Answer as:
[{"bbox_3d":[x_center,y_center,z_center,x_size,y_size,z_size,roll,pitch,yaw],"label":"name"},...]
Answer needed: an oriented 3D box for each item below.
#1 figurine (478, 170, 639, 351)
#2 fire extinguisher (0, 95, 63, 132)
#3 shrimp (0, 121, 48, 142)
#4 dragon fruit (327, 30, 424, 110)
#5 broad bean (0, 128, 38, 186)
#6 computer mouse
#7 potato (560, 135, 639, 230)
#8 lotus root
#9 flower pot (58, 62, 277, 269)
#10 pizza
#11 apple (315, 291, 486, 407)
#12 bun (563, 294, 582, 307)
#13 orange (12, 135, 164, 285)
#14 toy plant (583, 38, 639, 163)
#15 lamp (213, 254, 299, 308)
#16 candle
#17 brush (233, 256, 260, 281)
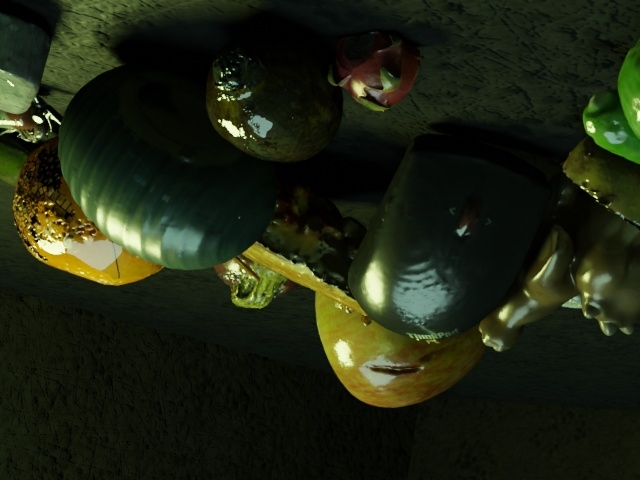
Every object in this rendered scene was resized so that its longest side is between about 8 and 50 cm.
[{"bbox_3d":[0.307,0.028,1.434,0.173,0.177,0.247,16,133,-13],"label":"figurine"},{"bbox_3d":[-0.383,-0.155,1.492,0.177,0.050,0.062,6,142,20],"label":"fire extinguisher"},{"bbox_3d":[-0.374,-0.141,1.620,0.092,0.029,0.038,7,178,41],"label":"shrimp"},{"bbox_3d":[0.044,-0.150,1.129,0.083,0.060,0.056,2,170,42],"label":"dragon fruit"},{"bbox_3d":[-0.430,-0.114,1.703,0.077,0.061,0.339,-5,163,30],"label":"broad bean"},{"bbox_3d":[0.136,0.015,1.395,0.170,0.269,0.100,13,-147,-13],"label":"computer mouse"},{"bbox_3d":[0.301,-0.084,1.234,0.100,0.089,0.172,30,-160,-1],"label":"potato"},{"bbox_3d":[-0.044,-0.131,1.169,0.120,0.120,0.209,6,173,21],"label":"lotus root"},{"bbox_3d":[-0.156,-0.078,1.285,0.243,0.189,0.157,37,140,11],"label":"flower pot"},{"bbox_3d":[0.000,0.000,1.604,0.406,0.130,0.440,29,174,9],"label":"pizza"},{"bbox_3d":[0.126,0.106,1.828,0.264,0.264,0.264,10,168,2],"label":"apple"},{"bbox_3d":[0.393,0.079,1.970,0.083,0.045,0.083,11,166,3],"label":"bun"},{"bbox_3d":[-0.289,-0.038,1.655,0.234,0.182,0.234,15,163,5],"label":"orange"},{"bbox_3d":[0.357,-0.077,1.036,0.224,0.185,0.316,-7,144,42],"label":"toy plant"},{"bbox_3d":[-0.100,0.041,1.986,0.156,0.135,0.157,5,169,26],"label":"lamp"},{"bbox_3d":[-0.349,-0.186,1.276,0.192,0.068,0.168,9,170,25],"label":"candle"},{"bbox_3d":[-0.129,0.010,1.708,0.170,0.014,0.043,40,174,42],"label":"brush"}]
